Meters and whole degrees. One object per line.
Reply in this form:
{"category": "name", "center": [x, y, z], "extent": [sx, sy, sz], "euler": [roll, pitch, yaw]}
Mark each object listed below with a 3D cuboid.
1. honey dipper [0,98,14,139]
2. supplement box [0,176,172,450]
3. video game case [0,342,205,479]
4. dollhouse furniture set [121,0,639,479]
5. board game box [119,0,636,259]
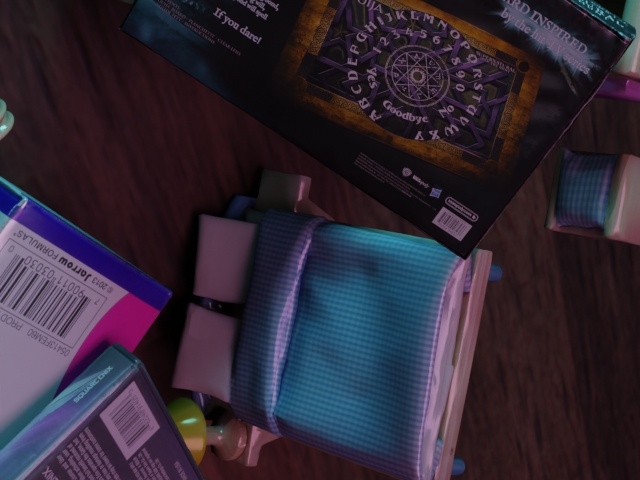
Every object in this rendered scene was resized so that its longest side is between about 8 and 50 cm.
{"category": "honey dipper", "center": [-0.196, -0.111, 0.696], "extent": [0.030, 0.030, 0.160], "euler": [-41, 130, -17]}
{"category": "supplement box", "center": [-0.197, 0.075, 0.730], "extent": [0.220, 0.114, 0.111], "euler": [-56, 135, -5]}
{"category": "video game case", "center": [-0.166, 0.200, 0.736], "extent": [0.274, 0.026, 0.196], "euler": [-44, 147, -19]}
{"category": "dollhouse furniture set", "center": [0.000, 0.000, 0.735], "extent": [0.198, 0.286, 0.303], "euler": [9, 93, -42]}
{"category": "board game box", "center": [0.023, -0.091, 0.633], "extent": [0.186, 0.026, 0.126], "euler": [34, 116, -4]}
